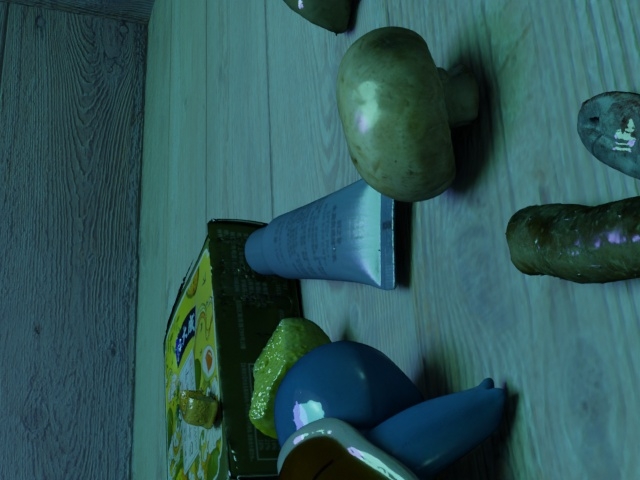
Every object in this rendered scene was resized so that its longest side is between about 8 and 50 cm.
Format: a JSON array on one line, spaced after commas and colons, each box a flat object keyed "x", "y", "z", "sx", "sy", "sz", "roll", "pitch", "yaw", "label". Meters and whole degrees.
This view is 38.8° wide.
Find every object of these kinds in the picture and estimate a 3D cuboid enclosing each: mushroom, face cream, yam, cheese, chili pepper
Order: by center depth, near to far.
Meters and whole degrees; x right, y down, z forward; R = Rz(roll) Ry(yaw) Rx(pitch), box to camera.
[{"x": 0.194, "y": -0.002, "z": 0.574, "sx": 0.253, "sy": 0.061, "sz": 0.061, "roll": 174, "pitch": 101, "yaw": -72, "label": "yam"}, {"x": 0.202, "y": -0.071, "z": 0.599, "sx": 0.050, "sy": 0.041, "sz": 0.153, "roll": -64, "pitch": 23, "yaw": 11, "label": "chili pepper"}, {"x": 0.081, "y": -0.118, "z": 0.853, "sx": 0.166, "sy": 0.127, "sz": 0.166, "roll": -8, "pitch": -90, "yaw": -89, "label": "mushroom"}, {"x": 0.000, "y": 0.000, "z": 1.125, "sx": 0.385, "sy": 0.086, "sz": 0.136, "roll": 168, "pitch": 103, "yaw": -65, "label": "face cream"}, {"x": 0.006, "y": -0.388, "z": 1.199, "sx": 0.175, "sy": 0.091, "sz": 0.203, "roll": -113, "pitch": 33, "yaw": -52, "label": "cheese"}]

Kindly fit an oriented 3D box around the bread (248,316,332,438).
[{"x": -0.023, "y": 0.170, "z": 1.096, "sx": 0.129, "sy": 0.111, "sz": 0.114, "roll": -54, "pitch": 26, "yaw": 24, "label": "bread"}]

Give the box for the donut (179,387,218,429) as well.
[{"x": -0.163, "y": 0.212, "z": 1.192, "sx": 0.083, "sy": 0.037, "sz": 0.067, "roll": -115, "pitch": 34, "yaw": -51, "label": "donut"}]

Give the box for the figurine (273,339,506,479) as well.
[{"x": 0.046, "y": 0.277, "z": 0.759, "sx": 0.416, "sy": 0.242, "sz": 0.298, "roll": -74, "pitch": -4, "yaw": -48, "label": "figurine"}]

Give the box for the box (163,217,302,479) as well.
[{"x": -0.139, "y": 0.241, "z": 1.372, "sx": 0.373, "sy": 0.138, "sz": 0.420, "roll": 118, "pitch": 151, "yaw": -50, "label": "box"}]
